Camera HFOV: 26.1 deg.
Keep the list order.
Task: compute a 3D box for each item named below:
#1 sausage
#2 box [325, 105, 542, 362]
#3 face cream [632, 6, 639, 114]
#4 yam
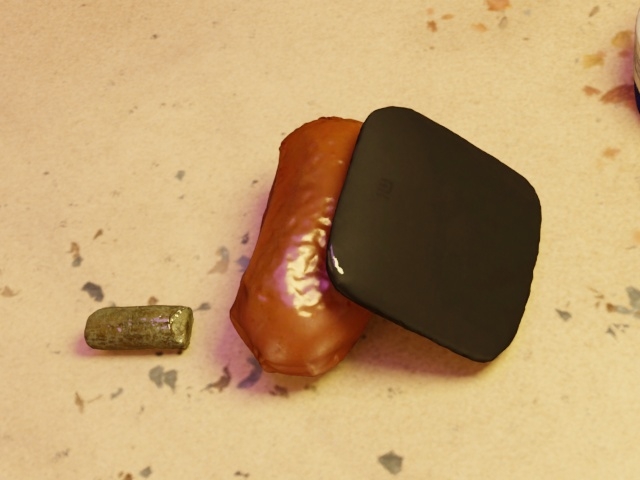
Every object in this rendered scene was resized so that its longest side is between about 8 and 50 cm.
[{"bbox_3d":[0.003,0.001,1.223,0.133,0.133,0.258,5,53,17],"label":"sausage"},{"bbox_3d":[0.099,-0.008,1.186,0.201,0.042,0.212,29,54,-20],"label":"box"},{"bbox_3d":[0.393,-0.174,1.276,0.206,0.111,0.206,-8,50,9],"label":"face cream"},{"bbox_3d":[-0.163,0.079,1.252,0.094,0.043,0.043,-2,52,14],"label":"yam"}]
